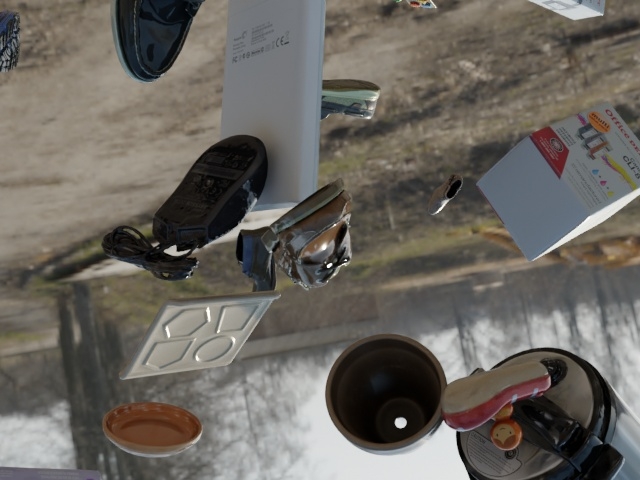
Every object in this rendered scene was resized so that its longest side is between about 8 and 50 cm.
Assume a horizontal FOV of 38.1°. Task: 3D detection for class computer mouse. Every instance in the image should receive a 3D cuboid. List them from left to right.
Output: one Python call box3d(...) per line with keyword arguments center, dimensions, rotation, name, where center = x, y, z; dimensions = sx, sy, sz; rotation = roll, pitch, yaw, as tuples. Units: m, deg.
box3d(center=(-0.170, -0.042, 1.341), dimensions=(0.188, 0.072, 0.272), rotation=(17, -123, 40), name="computer mouse")

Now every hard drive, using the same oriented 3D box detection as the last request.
box3d(center=(-0.079, -0.224, 1.434), dimensions=(0.047, 0.353, 0.233), rotation=(7, 174, -36), name="hard drive")

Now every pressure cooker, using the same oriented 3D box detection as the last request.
box3d(center=(0.502, 0.439, 2.027), dimensions=(0.370, 0.375, 0.420), rotation=(-22, 129, 30), name="pressure cooker")

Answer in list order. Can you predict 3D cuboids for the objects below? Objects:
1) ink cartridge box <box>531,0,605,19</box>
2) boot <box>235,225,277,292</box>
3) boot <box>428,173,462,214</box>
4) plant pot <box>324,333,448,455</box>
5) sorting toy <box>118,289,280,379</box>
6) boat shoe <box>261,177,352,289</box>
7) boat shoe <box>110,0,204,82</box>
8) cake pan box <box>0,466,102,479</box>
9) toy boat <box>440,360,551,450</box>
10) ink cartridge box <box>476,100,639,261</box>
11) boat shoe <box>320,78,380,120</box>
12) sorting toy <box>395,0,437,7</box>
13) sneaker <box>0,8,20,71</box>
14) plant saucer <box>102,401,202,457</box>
box3d(center=(0.378, -0.418, 1.442), dimensions=(0.150, 0.109, 0.063), rotation=(9, 177, -37), name="ink cartridge box")
box3d(center=(-0.151, 0.060, 2.065), dimensions=(0.106, 0.219, 0.082), rotation=(3, -152, -28), name="boot")
box3d(center=(0.299, -0.109, 2.221), dimensions=(0.042, 0.118, 0.087), rotation=(28, -173, -7), name="boot")
box3d(center=(0.158, 0.368, 2.042), dimensions=(0.263, 0.263, 0.229), rotation=(-11, 148, 7), name="plant pot")
box3d(center=(-0.182, 0.134, 1.380), dimensions=(0.193, 0.038, 0.208), rotation=(-2, 143, -40), name="sorting toy")
box3d(center=(0.000, 0.000, 1.207), dimensions=(0.110, 0.104, 0.307), rotation=(-32, 178, -9), name="boat shoe")
box3d(center=(-0.206, -0.393, 1.335), dimensions=(0.113, 0.340, 0.127), rotation=(15, 180, 43), name="boat shoe")
box3d(center=(-0.521, 0.450, 1.515), dimensions=(0.267, 0.070, 0.245), rotation=(16, 136, -45), name="cake pan box")
box3d(center=(0.335, 0.319, 1.742), dimensions=(0.231, 0.151, 0.151), rotation=(-8, 169, -38), name="toy boat")
box3d(center=(0.323, -0.079, 1.203), dimensions=(0.176, 0.128, 0.127), rotation=(-25, 165, -37), name="ink cartridge box")
box3d(center=(-0.003, -0.243, 1.631), dimensions=(0.223, 0.073, 0.080), rotation=(-2, -158, -17), name="boat shoe")
box3d(center=(0.182, -0.470, 1.825), dimensions=(0.083, 0.012, 0.062), rotation=(13, 180, 26), name="sorting toy")
box3d(center=(-0.481, -0.264, 1.279), dimensions=(0.087, 0.083, 0.221), rotation=(17, -143, 1), name="sneaker")
box3d(center=(-0.340, 0.385, 1.877), dimensions=(0.200, 0.037, 0.200), rotation=(8, -166, -2), name="plant saucer")
